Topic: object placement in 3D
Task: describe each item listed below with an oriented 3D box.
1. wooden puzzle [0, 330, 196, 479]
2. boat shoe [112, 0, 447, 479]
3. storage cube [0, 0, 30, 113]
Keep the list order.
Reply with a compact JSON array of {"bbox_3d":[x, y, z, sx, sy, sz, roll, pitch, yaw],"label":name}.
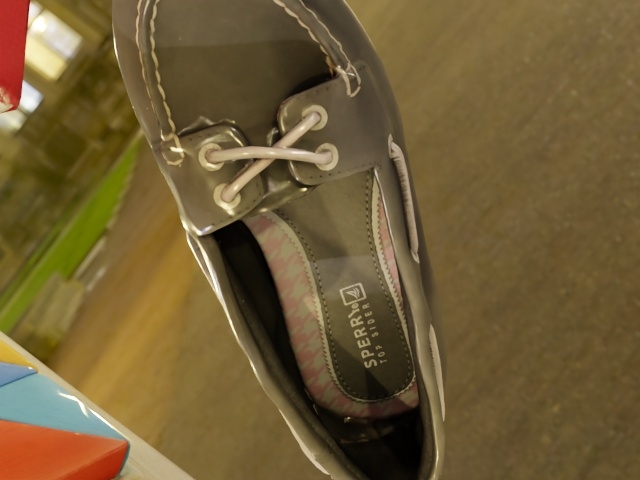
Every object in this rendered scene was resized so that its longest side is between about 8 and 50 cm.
[{"bbox_3d":[-0.178,0.065,0.520,0.239,0.221,0.044,-16,-45,-59],"label":"wooden puzzle"},{"bbox_3d":[0.000,0.000,0.656,0.112,0.335,0.095,-21,41,2],"label":"boat shoe"},{"bbox_3d":[-0.208,-0.129,0.399,0.184,0.215,0.193,-18,57,25],"label":"storage cube"}]
